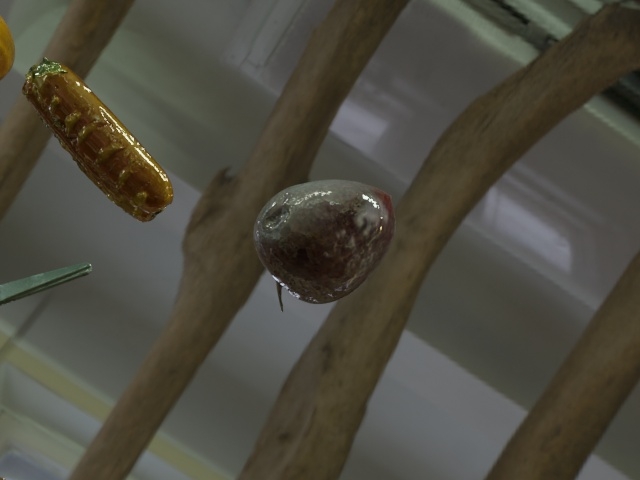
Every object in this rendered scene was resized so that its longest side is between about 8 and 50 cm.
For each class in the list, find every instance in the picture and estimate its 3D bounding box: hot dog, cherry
[{"bbox_3d":[-0.304,-0.133,1.361,0.269,0.072,0.115,46,-20,4],"label":"hot dog"},{"bbox_3d":[0.000,0.000,1.608,0.266,0.183,0.213,-35,-30,9],"label":"cherry"}]

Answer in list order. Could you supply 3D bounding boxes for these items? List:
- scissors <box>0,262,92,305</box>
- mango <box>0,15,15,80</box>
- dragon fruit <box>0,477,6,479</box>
[{"bbox_3d":[-0.617,0.113,1.782,0.447,0.192,0.029,-17,-47,3],"label":"scissors"},{"bbox_3d":[-0.629,-0.303,1.571,0.191,0.290,0.160,34,-52,27],"label":"mango"},{"bbox_3d":[-0.644,0.551,2.029,0.121,0.130,0.142,9,-63,56],"label":"dragon fruit"}]
